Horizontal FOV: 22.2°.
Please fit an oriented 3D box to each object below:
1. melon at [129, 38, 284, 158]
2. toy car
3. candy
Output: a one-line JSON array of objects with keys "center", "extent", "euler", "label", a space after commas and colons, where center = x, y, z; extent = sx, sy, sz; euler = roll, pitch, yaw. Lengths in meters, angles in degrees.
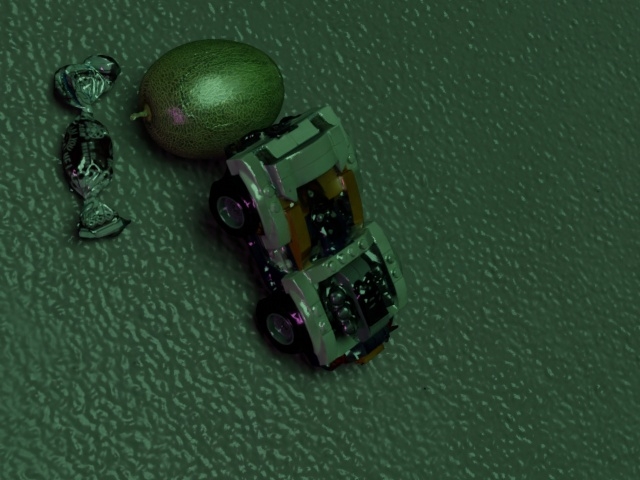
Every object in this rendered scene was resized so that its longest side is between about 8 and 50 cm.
[{"center": [-0.132, -0.163, 1.885], "extent": [0.192, 0.139, 0.139], "euler": [-15, 79, -27], "label": "melon"}, {"center": [0.002, 0.001, 1.874], "extent": [0.193, 0.118, 0.301], "euler": [-33, 106, -39], "label": "toy car"}, {"center": [-0.257, -0.108, 1.852], "extent": [0.094, 0.051, 0.226], "euler": [6, 69, -28], "label": "candy"}]
